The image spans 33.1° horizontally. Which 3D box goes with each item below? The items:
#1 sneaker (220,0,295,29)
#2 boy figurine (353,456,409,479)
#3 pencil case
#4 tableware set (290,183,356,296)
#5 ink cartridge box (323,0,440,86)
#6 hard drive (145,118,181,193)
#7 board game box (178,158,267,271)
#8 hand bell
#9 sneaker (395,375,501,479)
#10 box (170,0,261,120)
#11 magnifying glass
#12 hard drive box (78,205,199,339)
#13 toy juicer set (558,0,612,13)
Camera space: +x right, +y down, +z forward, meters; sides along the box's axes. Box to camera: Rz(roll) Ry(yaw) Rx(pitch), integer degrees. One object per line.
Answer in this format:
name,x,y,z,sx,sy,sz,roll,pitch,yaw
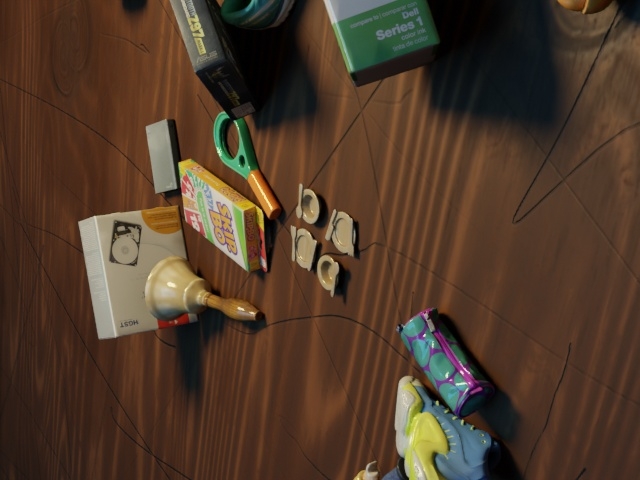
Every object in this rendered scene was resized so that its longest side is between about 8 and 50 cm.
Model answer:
sneaker,-0.075,-0.430,1.612,0.107,0.110,0.275,54,138,33
boy figurine,0.099,0.421,1.580,0.177,0.092,0.285,61,143,26
pencil case,0.167,0.161,1.436,0.152,0.064,0.070,55,158,33
tableware set,0.000,0.000,1.687,0.168,0.020,0.141,40,129,45
ink cartridge box,0.049,-0.344,1.327,0.201,0.117,0.278,-39,-70,-85
hard drive,-0.303,-0.162,2.095,0.094,0.022,0.135,-7,92,56
board game box,-0.174,-0.043,1.907,0.259,0.039,0.124,32,135,45
hand bell,-0.195,0.109,1.955,0.242,0.126,0.126,12,108,42
sneaker,0.171,0.273,1.452,0.240,0.126,0.091,-96,7,-56
box,-0.171,-0.314,1.715,0.233,0.059,0.183,55,-166,-74
magnifying glass,-0.126,-0.129,1.839,0.231,0.026,0.092,58,140,29
hard drive box,-0.350,0.060,2.079,0.089,0.181,0.232,-11,89,55
toy juicer set,0.250,-0.391,1.133,0.329,0.089,0.209,58,140,8
